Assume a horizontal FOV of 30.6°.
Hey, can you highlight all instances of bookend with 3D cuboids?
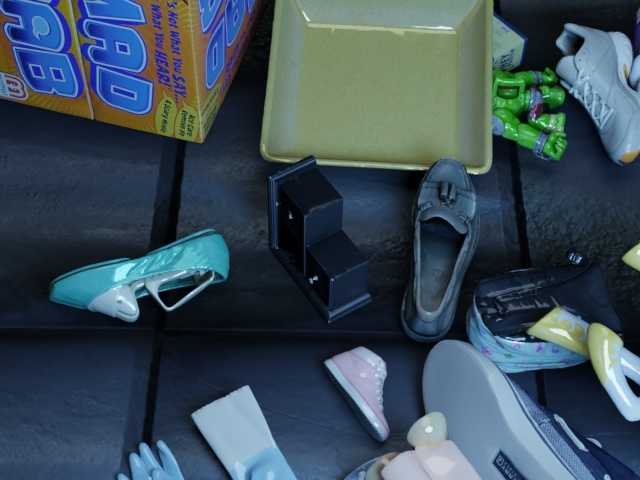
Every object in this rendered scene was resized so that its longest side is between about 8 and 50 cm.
[{"bbox_3d":[0.000,0.000,1.553,0.072,0.156,0.157,-27,58,-20],"label":"bookend"}]

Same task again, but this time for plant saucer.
[{"bbox_3d":[0.089,-0.236,1.758,0.332,0.081,0.333,3,64,3],"label":"plant saucer"}]

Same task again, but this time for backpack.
[{"bbox_3d":[0.280,0.103,1.503,0.182,0.115,0.152,-6,49,-9],"label":"backpack"}]

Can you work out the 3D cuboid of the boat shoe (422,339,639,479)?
[{"bbox_3d":[0.259,0.254,1.397,0.158,0.127,0.340,11,32,-36],"label":"boat shoe"}]

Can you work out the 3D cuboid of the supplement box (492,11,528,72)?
[{"bbox_3d":[0.268,-0.306,1.857,0.083,0.056,0.083,-31,59,-23],"label":"supplement box"}]

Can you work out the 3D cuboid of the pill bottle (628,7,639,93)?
[{"bbox_3d":[0.535,-0.281,1.810,0.108,0.108,0.193,11,53,8],"label":"pill bottle"}]

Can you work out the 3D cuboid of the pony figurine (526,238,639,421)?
[{"bbox_3d":[0.478,0.149,1.356,0.351,0.303,0.363,-37,81,-13],"label":"pony figurine"}]

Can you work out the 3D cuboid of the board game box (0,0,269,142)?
[{"bbox_3d":[-0.295,-0.424,1.749,0.356,0.356,0.356,13,53,9],"label":"board game box"}]

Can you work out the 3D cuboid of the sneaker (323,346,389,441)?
[{"bbox_3d":[0.065,0.187,1.474,0.070,0.051,0.134,-27,53,-14],"label":"sneaker"}]

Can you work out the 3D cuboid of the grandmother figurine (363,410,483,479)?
[{"bbox_3d":[0.176,0.352,1.243,0.208,0.104,0.342,-52,48,11],"label":"grandmother figurine"}]

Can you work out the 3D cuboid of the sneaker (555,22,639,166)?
[{"bbox_3d":[0.409,-0.220,1.745,0.121,0.099,0.262,14,47,-21],"label":"sneaker"}]

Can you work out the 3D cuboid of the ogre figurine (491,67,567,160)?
[{"bbox_3d":[0.306,-0.202,1.755,0.118,0.097,0.197,12,64,-6],"label":"ogre figurine"}]

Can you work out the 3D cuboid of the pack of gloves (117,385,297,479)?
[{"bbox_3d":[-0.123,0.313,1.392,0.195,0.046,0.232,-27,54,-7],"label":"pack of gloves"}]

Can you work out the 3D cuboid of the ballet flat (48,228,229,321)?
[{"bbox_3d":[-0.235,0.059,1.554,0.247,0.083,0.087,-18,69,-12],"label":"ballet flat"}]

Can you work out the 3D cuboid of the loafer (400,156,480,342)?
[{"bbox_3d":[0.165,0.002,1.564,0.096,0.084,0.267,9,67,3],"label":"loafer"}]

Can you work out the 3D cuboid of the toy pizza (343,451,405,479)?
[{"bbox_3d":[0.106,0.342,1.368,0.201,0.032,0.201,0,51,0],"label":"toy pizza"}]
